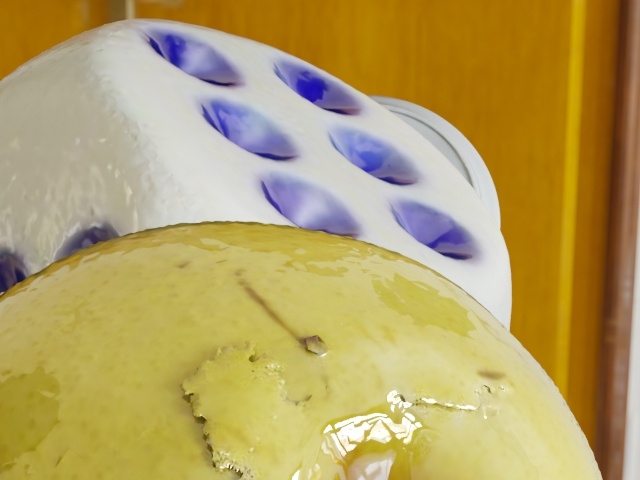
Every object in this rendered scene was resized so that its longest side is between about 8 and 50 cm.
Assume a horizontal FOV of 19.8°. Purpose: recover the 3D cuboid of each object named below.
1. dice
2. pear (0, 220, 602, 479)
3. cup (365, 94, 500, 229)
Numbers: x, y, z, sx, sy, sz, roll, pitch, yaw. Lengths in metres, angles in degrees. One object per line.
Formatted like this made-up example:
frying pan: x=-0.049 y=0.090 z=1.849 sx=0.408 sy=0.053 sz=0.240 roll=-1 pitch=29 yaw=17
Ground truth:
dice: x=-0.081 y=0.056 z=1.139 sx=0.304 sy=0.304 sz=0.277 roll=11 pitch=30 yaw=-43
pear: x=-0.043 y=0.158 z=0.767 sx=0.348 sy=0.348 sz=0.348 roll=0 pitch=19 yaw=0
cup: x=0.000 y=0.000 z=1.767 sx=0.323 sy=0.237 sz=0.327 roll=23 pitch=-17 yaw=5
